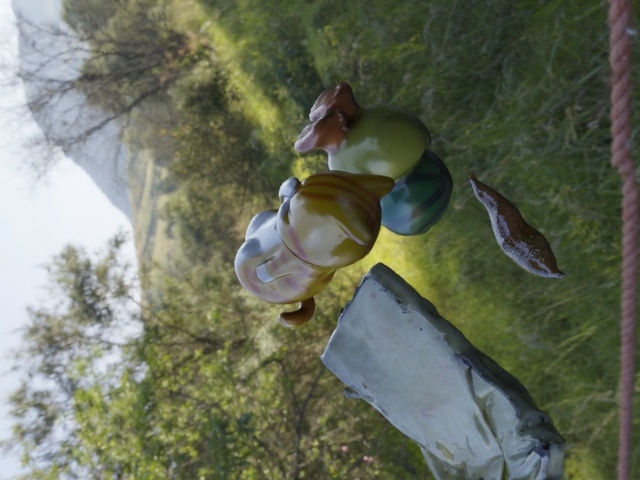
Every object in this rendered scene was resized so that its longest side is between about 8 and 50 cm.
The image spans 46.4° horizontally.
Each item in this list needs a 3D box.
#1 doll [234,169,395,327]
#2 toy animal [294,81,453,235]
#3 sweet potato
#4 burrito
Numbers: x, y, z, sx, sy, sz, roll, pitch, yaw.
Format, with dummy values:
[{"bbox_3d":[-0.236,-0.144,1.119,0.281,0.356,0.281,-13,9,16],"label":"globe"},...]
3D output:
[{"bbox_3d":[-0.020,-0.002,1.129,0.269,0.162,0.166,-47,24,49],"label":"doll"},{"bbox_3d":[0.129,-0.153,1.439,0.338,0.191,0.216,44,-140,-22],"label":"toy animal"},{"bbox_3d":[0.306,-0.015,1.194,0.226,0.068,0.068,53,171,21],"label":"sweet potato"},{"bbox_3d":[0.159,0.192,0.924,0.332,0.135,0.190,44,122,22],"label":"burrito"}]
